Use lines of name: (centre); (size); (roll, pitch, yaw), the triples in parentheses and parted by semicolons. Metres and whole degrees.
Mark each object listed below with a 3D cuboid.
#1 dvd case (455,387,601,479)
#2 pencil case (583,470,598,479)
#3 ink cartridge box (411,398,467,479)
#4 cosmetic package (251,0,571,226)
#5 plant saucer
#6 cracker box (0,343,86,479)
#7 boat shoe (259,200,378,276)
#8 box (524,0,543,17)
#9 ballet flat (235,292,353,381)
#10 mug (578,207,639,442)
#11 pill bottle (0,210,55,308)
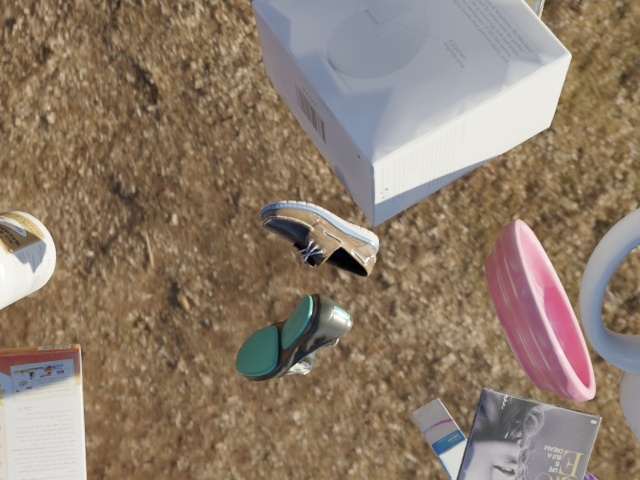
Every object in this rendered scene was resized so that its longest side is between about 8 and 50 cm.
dvd case: (0.259, 0.316, 1.316); (0.164, 0.018, 0.221); (14, 95, -8)
pencil case: (0.377, 0.459, 1.603); (0.206, 0.088, 0.086); (-46, 149, -11)
ink cartridge box: (0.191, 0.304, 1.494); (0.052, 0.122, 0.089); (-32, 115, -2)
cosmetic package: (0.087, -0.176, 1.015); (0.224, 0.224, 0.138); (-30, 157, -9)
plant saucer: (0.374, 0.129, 1.749); (0.084, 0.332, 0.332); (-24, 123, 18)
cracker box: (-0.390, 0.259, 1.328); (0.155, 0.067, 0.232); (-2, 93, -12)
boat shoe: (0.000, 0.000, 1.394); (0.183, 0.066, 0.066); (18, 146, -20)
box: (0.291, -0.283, 1.542); (0.056, 0.231, 0.183); (15, 132, 12)
ballet flat: (-0.038, 0.170, 1.620); (0.096, 0.095, 0.280); (17, 150, -24)
mug: (0.459, 0.075, 1.057); (0.374, 0.276, 0.328); (13, 124, -2)
pill bottle: (-0.486, 0.040, 1.433); (0.131, 0.229, 0.131); (3, 103, 13)
